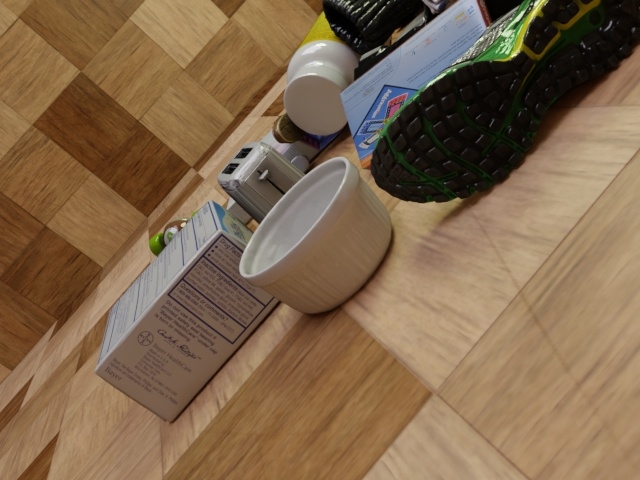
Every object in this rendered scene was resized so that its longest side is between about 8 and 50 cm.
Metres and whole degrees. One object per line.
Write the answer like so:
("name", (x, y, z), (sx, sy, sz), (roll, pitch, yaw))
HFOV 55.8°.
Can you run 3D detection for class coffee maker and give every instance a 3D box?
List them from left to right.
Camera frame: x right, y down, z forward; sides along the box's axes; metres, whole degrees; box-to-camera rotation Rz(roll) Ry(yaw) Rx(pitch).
("coffee maker", (0.145, -0.290, 1.030), (0.178, 0.120, 0.171), (-29, 28, 45))

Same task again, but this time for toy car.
("toy car", (-0.273, 0.055, 1.258), (0.155, 0.149, 0.188), (-27, 38, 24))

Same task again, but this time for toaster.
("toaster", (-0.110, -0.109, 1.188), (0.129, 0.146, 0.227), (-49, 19, -6))

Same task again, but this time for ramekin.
("ramekin", (0.000, 0.000, 0.805), (0.207, 0.109, 0.207), (-42, 21, 20))

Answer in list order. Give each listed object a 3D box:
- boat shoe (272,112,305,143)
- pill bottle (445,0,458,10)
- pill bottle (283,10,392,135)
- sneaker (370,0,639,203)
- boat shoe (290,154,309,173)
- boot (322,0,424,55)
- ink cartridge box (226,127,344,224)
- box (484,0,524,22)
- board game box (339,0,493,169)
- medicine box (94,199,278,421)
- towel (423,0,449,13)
("boat shoe", (-0.071, -0.242, 1.306), (0.060, 0.064, 0.178), (-28, 17, 23))
("pill bottle", (0.254, -0.463, 1.204), (0.065, 0.065, 0.116), (-25, 30, 48))
("pill bottle", (0.037, -0.381, 1.327), (0.188, 0.188, 0.334), (-31, 26, 40))
("sneaker", (0.203, -0.169, 0.705), (0.343, 0.134, 0.146), (-38, 13, 3))
("boat shoe", (-0.075, -0.131, 1.316), (0.142, 0.049, 0.040), (-41, 2, 14))
("boot", (0.114, -0.517, 1.239), (0.260, 0.131, 0.348), (-39, 30, 1))
("ink cartridge box", (-0.089, -0.227, 1.485), (0.330, 0.071, 0.324), (-43, 20, 17))
("box", (0.354, -0.407, 0.840), (0.261, 0.103, 0.184), (-24, 28, 49))
("board game box", (0.148, -0.233, 0.920), (0.281, 0.027, 0.145), (-28, 70, 43))
("medicine box", (-0.215, 0.100, 1.012), (0.289, 0.149, 0.263), (-48, 19, 1))
("towel", (0.235, -0.505, 0.932), (0.285, 0.034, 0.209), (-41, 53, 18))
